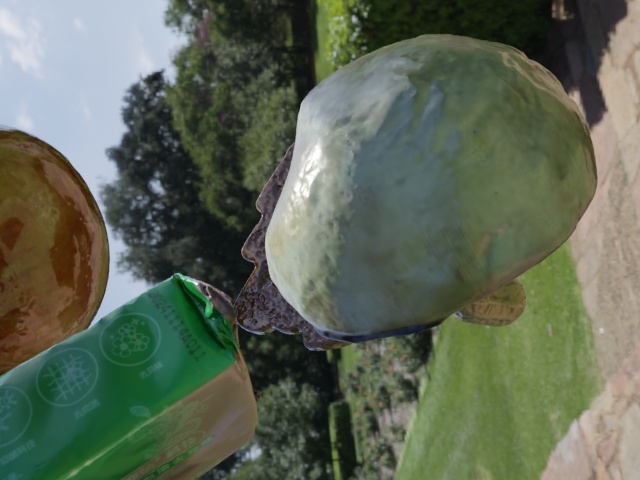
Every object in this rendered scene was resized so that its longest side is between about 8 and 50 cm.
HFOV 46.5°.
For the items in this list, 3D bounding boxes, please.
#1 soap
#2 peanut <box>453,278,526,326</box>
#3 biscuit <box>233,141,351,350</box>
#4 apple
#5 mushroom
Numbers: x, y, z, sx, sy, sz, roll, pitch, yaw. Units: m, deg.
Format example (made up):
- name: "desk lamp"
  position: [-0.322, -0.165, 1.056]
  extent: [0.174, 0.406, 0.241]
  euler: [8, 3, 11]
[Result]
- name: "soap"
  position: [-0.173, 0.145, 0.498]
  extent: [0.098, 0.273, 0.218]
  euler: [47, 157, 29]
- name: "peanut"
  position: [0.241, 0.083, 1.092]
  extent: [0.194, 0.093, 0.083]
  euler: [13, -94, -50]
- name: "biscuit"
  position: [0.001, 0.000, 1.035]
  extent: [0.043, 0.278, 0.302]
  euler: [27, -124, -63]
- name: "apple"
  position: [-0.485, 0.025, 1.020]
  extent: [0.333, 0.400, 0.401]
  euler: [-62, -31, -70]
- name: "mushroom"
  position: [0.053, -0.046, 0.564]
  extent: [0.164, 0.266, 0.190]
  euler: [56, -135, -27]
